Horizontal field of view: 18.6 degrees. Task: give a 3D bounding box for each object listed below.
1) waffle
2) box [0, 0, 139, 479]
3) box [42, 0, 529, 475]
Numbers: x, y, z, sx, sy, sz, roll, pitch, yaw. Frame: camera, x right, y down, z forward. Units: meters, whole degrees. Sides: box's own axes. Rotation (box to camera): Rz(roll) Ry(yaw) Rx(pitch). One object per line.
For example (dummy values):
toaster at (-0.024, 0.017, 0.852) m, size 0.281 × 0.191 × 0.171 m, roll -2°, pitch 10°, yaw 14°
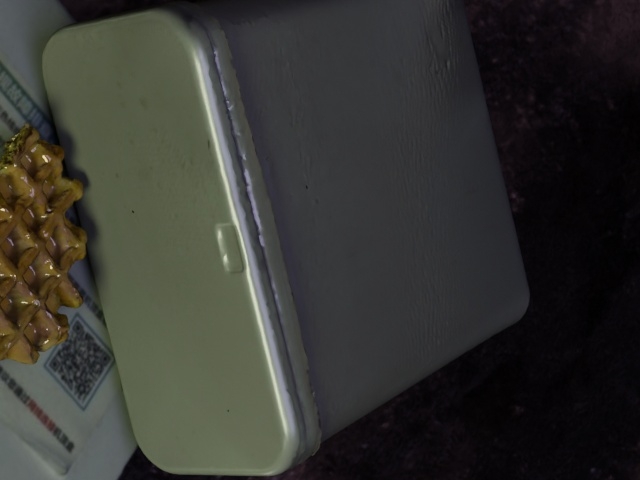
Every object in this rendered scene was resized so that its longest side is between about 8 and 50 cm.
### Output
waffle at (-0.236, 0.007, 1.397) m, size 0.161 × 0.046 × 0.192 m, roll 12°, pitch 78°, yaw -44°
box at (-0.264, 0.015, 1.480) m, size 0.396 × 0.111 × 0.396 m, roll 53°, pitch 52°, yaw -31°
box at (-0.015, -0.037, 1.554) m, size 0.344 × 0.177 × 0.352 m, roll -25°, pitch 104°, yaw -49°
